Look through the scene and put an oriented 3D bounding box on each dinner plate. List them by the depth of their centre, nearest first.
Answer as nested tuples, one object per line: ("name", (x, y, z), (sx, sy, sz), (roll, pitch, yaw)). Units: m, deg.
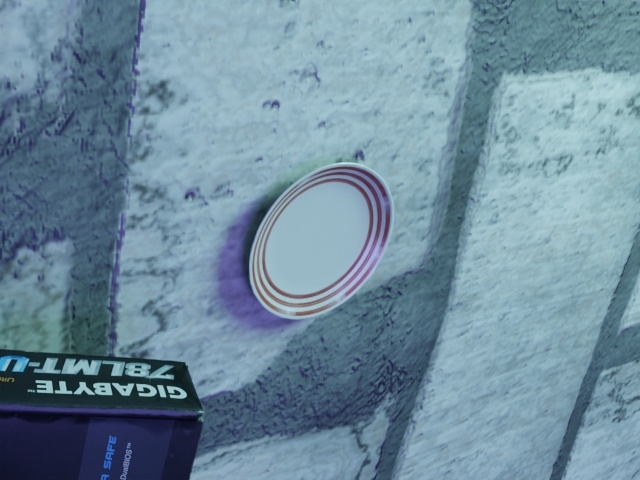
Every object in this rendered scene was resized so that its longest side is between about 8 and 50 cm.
("dinner plate", (0.000, 0.000, 0.710), (0.141, 0.017, 0.141), (-20, 127, -29))

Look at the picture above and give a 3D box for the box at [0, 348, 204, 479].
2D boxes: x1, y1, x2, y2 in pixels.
("box", (-0.247, 0.204, 0.543), (0.293, 0.073, 0.296), (8, 111, -25))
